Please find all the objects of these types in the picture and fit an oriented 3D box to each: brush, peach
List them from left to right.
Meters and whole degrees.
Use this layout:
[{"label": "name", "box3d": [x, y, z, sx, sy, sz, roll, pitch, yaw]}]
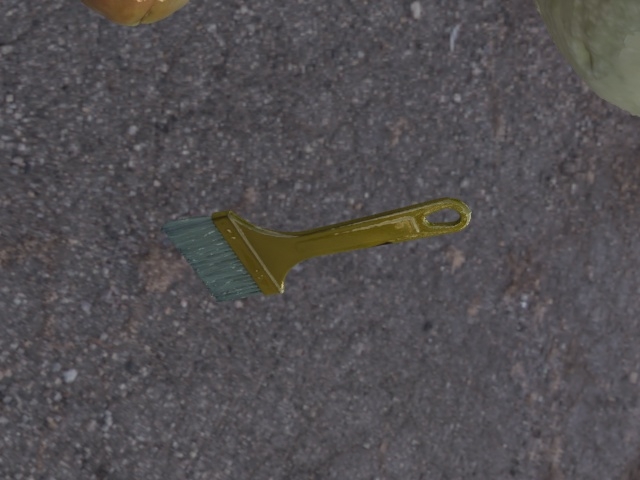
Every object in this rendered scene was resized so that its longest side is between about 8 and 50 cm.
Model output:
[{"label": "peach", "box3d": [-0.229, -0.361, 1.056, 0.184, 0.184, 0.184, -10, 104, -41]}, {"label": "brush", "box3d": [0.000, 0.000, 0.565, 0.011, 0.205, 0.083, -77, 147, -43]}]

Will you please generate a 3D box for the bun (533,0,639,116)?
[{"label": "bun", "box3d": [0.240, -0.215, 0.379, 0.227, 0.348, 0.353, 43, 46, -32]}]
